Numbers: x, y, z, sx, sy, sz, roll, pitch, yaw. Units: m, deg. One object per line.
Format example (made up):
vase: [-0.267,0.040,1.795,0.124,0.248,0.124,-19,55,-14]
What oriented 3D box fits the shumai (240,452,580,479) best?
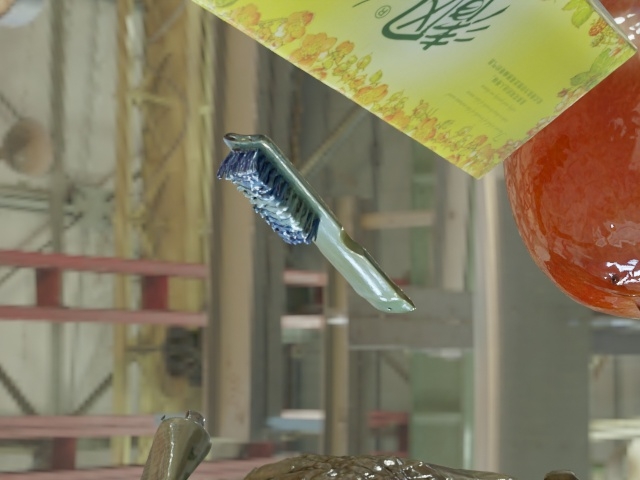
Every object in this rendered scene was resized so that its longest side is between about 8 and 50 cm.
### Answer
shumai: [0.081,0.251,1.251,0.217,0.283,0.346,58,165,23]

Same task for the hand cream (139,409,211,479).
hand cream: [-0.106,0.167,0.899,0.037,0.057,0.165,39,-131,-16]

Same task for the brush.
brush: [0.000,0.000,0.881,0.178,0.033,0.030,48,-132,-40]

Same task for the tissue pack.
tissue pack: [0.003,-0.086,0.370,0.095,0.062,0.176,58,-164,26]

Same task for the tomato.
tomato: [0.234,-0.058,0.885,0.256,0.256,0.224,0,-104,-54]
